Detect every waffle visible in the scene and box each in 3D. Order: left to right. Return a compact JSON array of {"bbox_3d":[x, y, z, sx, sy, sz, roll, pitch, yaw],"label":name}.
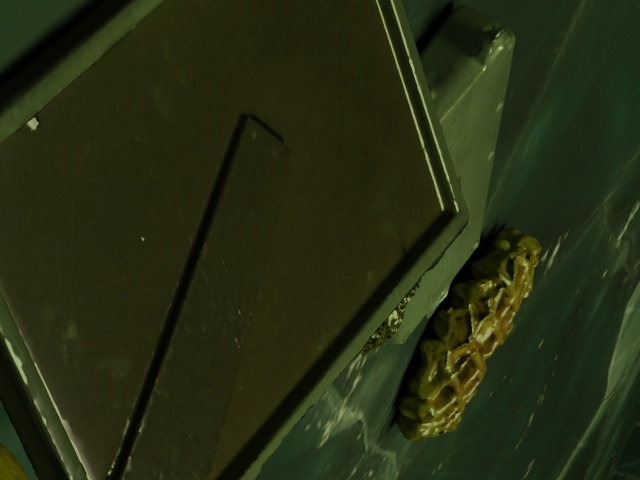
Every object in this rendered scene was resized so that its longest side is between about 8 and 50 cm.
[{"bbox_3d":[0.128,0.081,1.661,0.149,0.051,0.194,-12,128,-67],"label":"waffle"}]

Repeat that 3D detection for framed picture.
[{"bbox_3d":[-0.038,-0.017,0.886,0.315,0.024,0.232,-48,129,-42],"label":"framed picture"}]

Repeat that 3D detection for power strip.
[{"bbox_3d":[0.072,-0.038,1.316,0.118,0.046,0.270,-50,160,-30],"label":"power strip"}]

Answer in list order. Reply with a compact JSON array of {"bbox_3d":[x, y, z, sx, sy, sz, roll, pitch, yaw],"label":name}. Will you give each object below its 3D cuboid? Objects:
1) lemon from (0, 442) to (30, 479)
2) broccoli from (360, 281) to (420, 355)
[{"bbox_3d":[-0.168,0.132,0.643,0.178,0.178,0.203,-26,129,-64],"label":"lemon"},{"bbox_3d":[0.000,0.000,1.064,0.120,0.130,0.131,-10,173,-19],"label":"broccoli"}]
